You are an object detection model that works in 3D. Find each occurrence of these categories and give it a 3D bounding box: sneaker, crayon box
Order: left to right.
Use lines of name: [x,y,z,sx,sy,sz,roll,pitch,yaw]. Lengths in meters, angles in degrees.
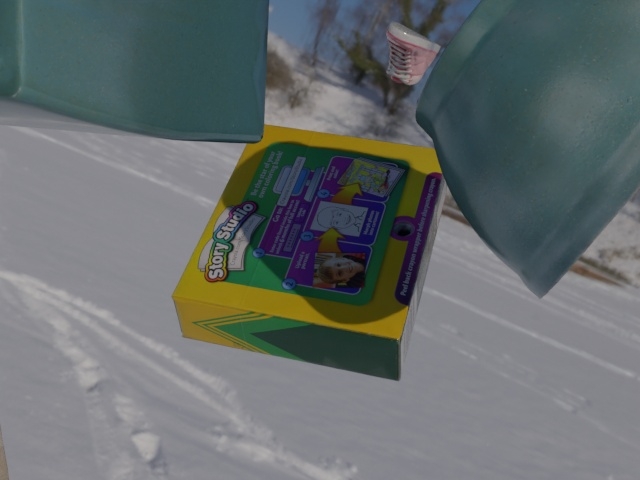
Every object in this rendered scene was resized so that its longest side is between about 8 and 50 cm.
crayon box: [0.000,0.000,1.166,0.313,0.363,0.106,9,-40,14]
sneaker: [0.111,-0.237,1.039,0.051,0.070,0.134,38,18,18]

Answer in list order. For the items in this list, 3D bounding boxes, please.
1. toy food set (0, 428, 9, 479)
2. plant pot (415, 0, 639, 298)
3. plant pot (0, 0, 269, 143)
toy food set: [-0.276,0.059,0.388,0.306,0.220,0.092,-9,0,27]
plant pot: [0.212,-0.122,0.721,0.196,0.293,0.293,39,7,12]
plant pot: [-0.155,-0.143,0.509,0.165,0.166,0.234,7,12,19]
